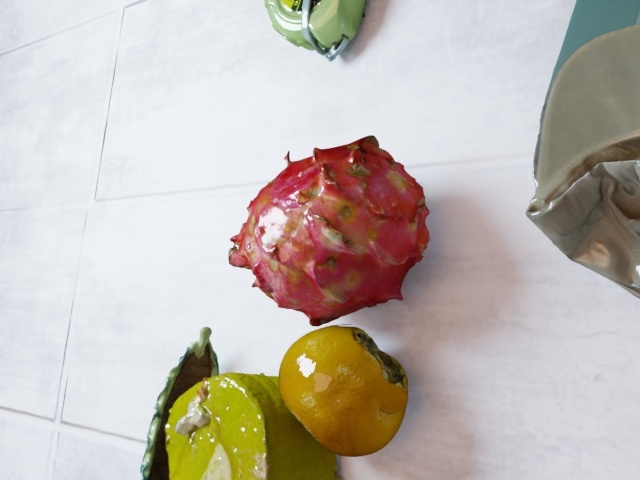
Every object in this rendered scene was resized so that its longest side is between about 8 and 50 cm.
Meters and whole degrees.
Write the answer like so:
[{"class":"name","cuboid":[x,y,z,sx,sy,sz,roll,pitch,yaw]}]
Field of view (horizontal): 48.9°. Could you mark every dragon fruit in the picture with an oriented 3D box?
[{"class":"dragon fruit","cuboid":[0.000,0.000,0.828,0.268,0.210,0.205,-16,27,34]}]

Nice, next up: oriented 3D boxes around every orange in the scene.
[{"class":"orange","cuboid":[0.028,0.164,0.795,0.154,0.155,0.134,29,68,40]}]

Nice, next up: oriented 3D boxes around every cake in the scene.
[{"class":"cake","cuboid":[-0.085,0.293,0.855,0.179,0.156,0.261,-26,65,39]}]

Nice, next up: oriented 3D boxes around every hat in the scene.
[{"class":"hat","cuboid":[0.323,-0.077,0.652,0.214,0.149,0.245,-2,57,46]}]

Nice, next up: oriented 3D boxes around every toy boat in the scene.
[{"class":"toy boat","cuboid":[-0.186,0.269,0.972,0.099,0.108,0.293,148,131,-66]}]

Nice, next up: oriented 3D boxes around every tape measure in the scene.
[{"class":"tape measure","cuboid":[-0.001,-0.343,0.979,0.154,0.087,0.178,17,91,28]}]

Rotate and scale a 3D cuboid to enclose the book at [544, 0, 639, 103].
[{"class":"book","cuboid":[0.395,-0.293,0.686,0.264,0.031,0.379,19,92,40]}]
